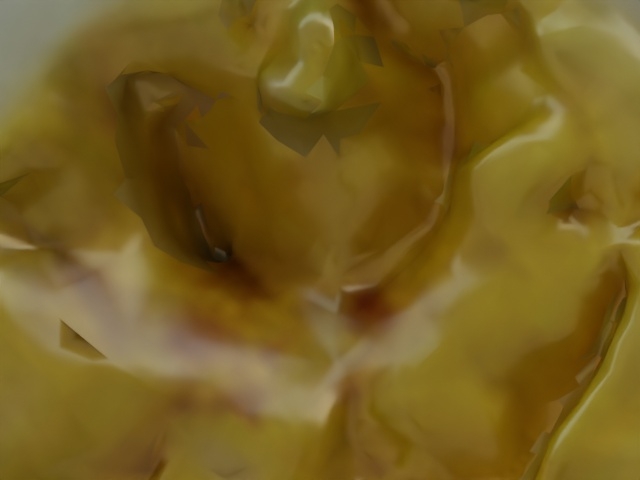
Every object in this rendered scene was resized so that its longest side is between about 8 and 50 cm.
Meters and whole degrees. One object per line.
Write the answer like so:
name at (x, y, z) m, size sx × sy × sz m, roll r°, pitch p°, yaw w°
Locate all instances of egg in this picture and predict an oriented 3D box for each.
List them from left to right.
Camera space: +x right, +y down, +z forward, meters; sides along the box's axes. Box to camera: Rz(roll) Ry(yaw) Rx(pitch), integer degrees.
egg at (0.000, 0.000, 0.645) m, size 0.354 × 0.340 × 0.355 m, roll 0°, pitch -90°, yaw 6°
